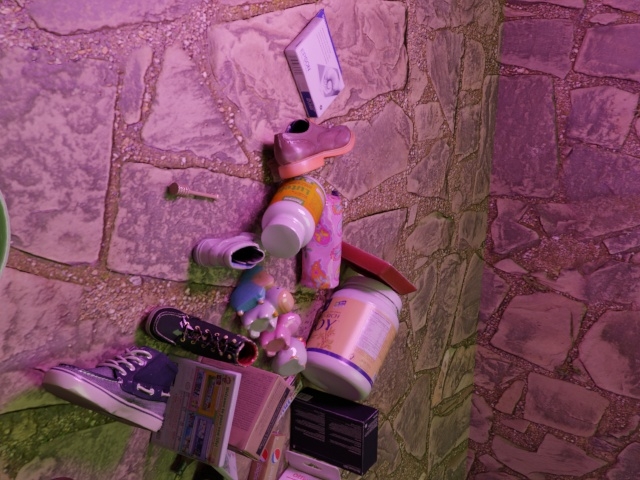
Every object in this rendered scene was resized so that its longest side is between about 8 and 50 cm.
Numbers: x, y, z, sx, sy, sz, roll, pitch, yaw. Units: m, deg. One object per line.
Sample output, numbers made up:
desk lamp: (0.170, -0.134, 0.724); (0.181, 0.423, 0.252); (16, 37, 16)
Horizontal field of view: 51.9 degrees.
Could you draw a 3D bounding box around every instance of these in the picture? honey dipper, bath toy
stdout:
honey dipper: (-0.284, -0.107, 1.514); (0.160, 0.030, 0.031); (10, 90, -61)
bath toy: (-0.123, 0.227, 1.794); (0.129, 0.151, 0.348); (-111, 178, -49)

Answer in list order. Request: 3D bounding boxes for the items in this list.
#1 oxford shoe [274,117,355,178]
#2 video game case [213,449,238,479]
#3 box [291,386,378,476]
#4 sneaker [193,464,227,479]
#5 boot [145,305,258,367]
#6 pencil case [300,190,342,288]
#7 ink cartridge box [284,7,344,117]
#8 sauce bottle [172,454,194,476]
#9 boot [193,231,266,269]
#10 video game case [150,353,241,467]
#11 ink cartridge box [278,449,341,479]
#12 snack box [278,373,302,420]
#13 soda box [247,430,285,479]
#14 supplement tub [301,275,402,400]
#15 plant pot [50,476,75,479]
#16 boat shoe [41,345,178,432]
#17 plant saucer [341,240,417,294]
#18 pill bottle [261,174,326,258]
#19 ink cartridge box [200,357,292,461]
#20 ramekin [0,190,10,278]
oxford shoe: (-0.010, -0.284, 1.822); (0.363, 0.130, 0.133); (-41, 116, -57)
video game case: (-0.248, 0.527, 1.675); (0.157, 0.019, 0.143); (69, 6, -52)
box: (0.041, 0.580, 2.019); (0.103, 0.261, 0.184); (-20, 116, -55)
sneaker: (-0.279, 0.729, 1.698); (0.121, 0.111, 0.300); (24, 80, -62)
boot: (-0.264, 0.219, 1.495); (0.236, 0.178, 0.085); (40, 65, -56)
pencil case: (0.000, 0.000, 1.927); (0.124, 0.124, 0.284); (-23, 117, -54)
ink cartridge box: (0.002, -0.498, 1.847); (0.224, 0.045, 0.223); (-58, 142, -32)
sauce bottle: (-0.319, 0.520, 1.630); (0.128, 0.042, 0.042); (-56, 142, -30)
boot: (-0.184, 0.035, 1.626); (0.258, 0.123, 0.095); (-10, 107, -57)
video game case: (-0.285, 0.384, 1.498); (0.023, 0.193, 0.213); (15, 86, -66)
ink cartridge box: (-0.028, 0.836, 2.034); (0.119, 0.207, 0.354); (-44, 133, -46)
snack box: (-0.112, 0.478, 1.970); (0.178, 0.022, 0.064); (-51, 140, -39)
soda box: (-0.160, 0.648, 1.909); (0.061, 0.058, 0.181); (25, 76, -58)
supplement tub: (0.101, 0.302, 2.055); (0.331, 0.241, 0.241); (-61, 144, -28)
plant pot: (-0.475, 0.568, 1.271); (0.167, 0.165, 0.167); (-22, 117, -54)
boat shoe: (-0.416, 0.273, 1.342); (0.340, 0.127, 0.158); (59, 43, -58)
plant saucer: (0.153, 0.084, 2.075); (0.048, 0.258, 0.259); (-60, 146, -5)
pill bottle: (-0.073, -0.060, 1.700); (0.246, 0.136, 0.136); (-69, 154, -57)
ink cartridge box: (-0.213, 0.394, 1.577); (0.193, 0.234, 0.088); (-64, 144, -24)
ramekin: (-0.607, -0.006, 0.902); (0.303, 0.148, 0.304); (-23, 118, -54)
